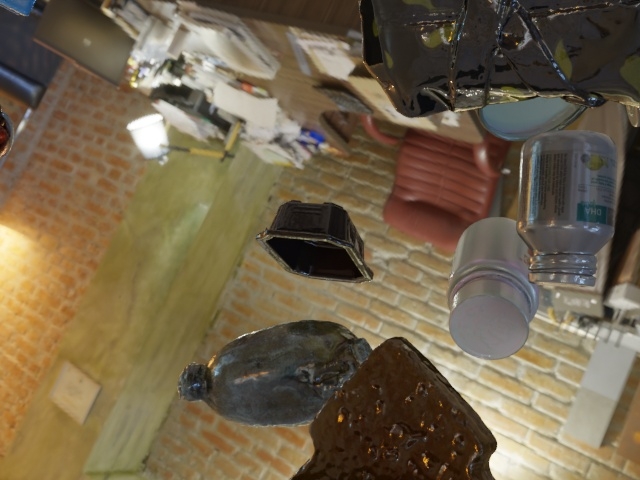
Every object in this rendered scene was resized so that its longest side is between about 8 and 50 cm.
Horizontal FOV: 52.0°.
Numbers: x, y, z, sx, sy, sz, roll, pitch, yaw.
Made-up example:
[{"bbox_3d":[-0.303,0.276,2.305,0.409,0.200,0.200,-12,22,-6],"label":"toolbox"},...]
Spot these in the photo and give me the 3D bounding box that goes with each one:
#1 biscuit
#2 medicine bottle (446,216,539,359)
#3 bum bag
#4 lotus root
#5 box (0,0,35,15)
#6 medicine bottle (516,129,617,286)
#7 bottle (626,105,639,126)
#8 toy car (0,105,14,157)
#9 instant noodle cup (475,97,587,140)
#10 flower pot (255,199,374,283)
[{"bbox_3d":[0.063,0.227,0.510,0.278,0.301,0.043,-1,168,38],"label":"biscuit"},{"bbox_3d":[0.327,0.084,1.240,0.170,0.170,0.293,25,-149,4],"label":"medicine bottle"},{"bbox_3d":[0.130,-0.134,0.430,0.233,0.060,0.106,7,126,33],"label":"bum bag"},{"bbox_3d":[-0.070,0.228,1.113,0.350,0.174,0.175,-10,163,17],"label":"lotus root"},{"bbox_3d":[-0.411,-0.430,0.842,0.083,0.232,0.143,26,-176,41],"label":"box"},{"bbox_3d":[0.356,-0.042,0.957,0.135,0.215,0.135,5,174,0],"label":"medicine bottle"},{"bbox_3d":[0.806,-0.328,1.471,0.209,0.097,0.110,-11,144,14],"label":"bottle"},{"bbox_3d":[-0.530,-0.143,0.947,0.139,0.112,0.112,16,140,-16],"label":"toy car"},{"bbox_3d":[0.401,-0.352,1.301,0.297,0.213,0.296,-3,143,-2],"label":"instant noodle cup"},{"bbox_3d":[0.000,0.000,1.199,0.179,0.084,0.251,4,161,18],"label":"flower pot"}]
